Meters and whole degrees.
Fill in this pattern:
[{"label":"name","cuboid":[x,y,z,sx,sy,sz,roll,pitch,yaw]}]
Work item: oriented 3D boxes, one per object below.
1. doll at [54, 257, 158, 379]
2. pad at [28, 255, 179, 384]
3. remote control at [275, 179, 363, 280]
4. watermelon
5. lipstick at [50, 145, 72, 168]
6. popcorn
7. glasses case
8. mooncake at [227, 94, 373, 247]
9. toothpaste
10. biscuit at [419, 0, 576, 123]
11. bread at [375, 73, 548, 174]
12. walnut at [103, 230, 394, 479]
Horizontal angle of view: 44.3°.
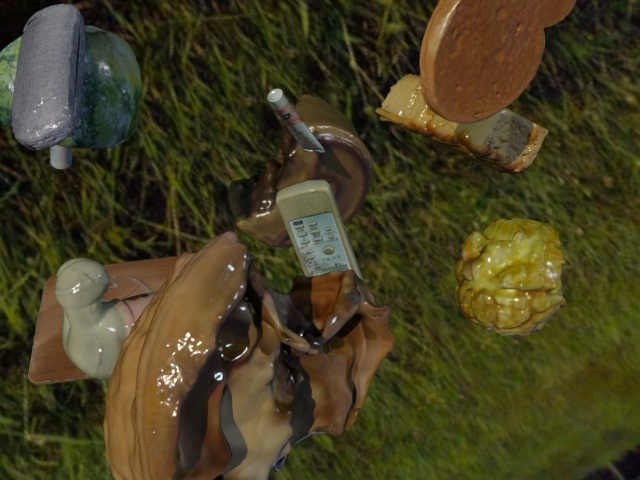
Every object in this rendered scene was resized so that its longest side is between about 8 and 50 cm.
[{"label":"doll","cuboid":[-0.146,0.095,0.803,0.275,0.113,0.155,16,172,-31]},{"label":"pad","cuboid":[-0.383,0.139,1.464,0.287,0.284,0.018,-6,133,-4]},{"label":"remote control","cuboid":[0.000,0.000,1.375,0.098,0.038,0.233,-11,126,13]},{"label":"watermelon","cuboid":[-0.474,-0.278,1.455,0.180,0.224,0.305,0,-174,43]},{"label":"lipstick","cuboid":[-0.549,-0.224,1.665,0.048,0.048,0.158,-20,145,-34]},{"label":"popcorn","cuboid":[0.441,0.092,1.813,0.247,0.282,0.282,-4,153,1]},{"label":"glasses case","cuboid":[-0.440,-0.272,1.277,0.109,0.282,0.067,-15,152,15]},{"label":"mooncake","cuboid":[-0.061,-0.180,2.103,0.393,0.246,0.394,-13,135,-5]},{"label":"toothpaste","cuboid":[-0.053,-0.246,1.666,0.205,0.056,0.036,50,54,-53]},{"label":"biscuit","cuboid":[0.222,-0.274,0.947,0.202,0.044,0.288,19,103,-45]},{"label":"bread","cuboid":[0.262,-0.216,1.467,0.185,0.275,0.114,12,103,-46]},{"label":"walnut","cuboid":[-0.066,0.101,0.544,0.238,0.141,0.204,21,82,-57]}]
